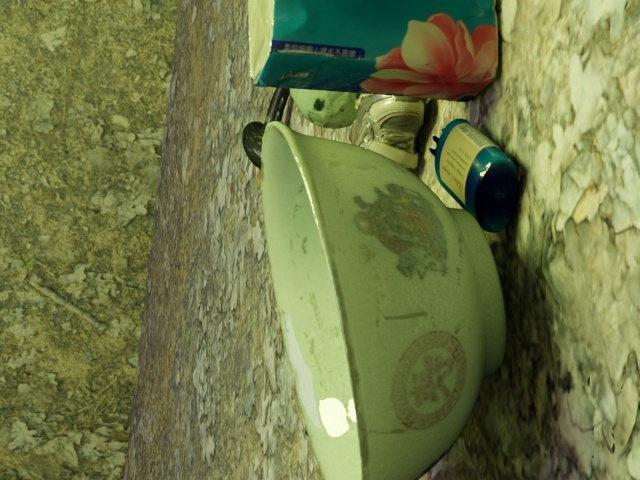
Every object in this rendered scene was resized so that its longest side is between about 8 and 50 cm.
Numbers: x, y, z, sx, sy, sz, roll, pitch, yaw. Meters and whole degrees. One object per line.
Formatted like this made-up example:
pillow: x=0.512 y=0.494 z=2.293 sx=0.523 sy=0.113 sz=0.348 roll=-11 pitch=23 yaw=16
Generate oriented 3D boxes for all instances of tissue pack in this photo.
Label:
tissue pack: x=0.056 y=-0.272 z=1.580 sx=0.137 sy=0.269 sz=0.209 roll=125 pitch=146 yaw=-64

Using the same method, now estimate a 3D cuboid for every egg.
egg: x=0.027 y=-0.230 z=1.954 sx=0.164 sy=0.131 sz=0.131 roll=123 pitch=148 yaw=-50

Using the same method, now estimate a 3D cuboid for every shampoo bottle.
shampoo bottle: x=0.166 y=-0.079 z=1.547 sx=0.183 sy=0.050 sz=0.087 roll=-122 pitch=33 yaw=-65

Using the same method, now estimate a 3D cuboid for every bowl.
bowl: x=0.078 y=0.072 z=1.491 sx=0.435 sy=0.196 sz=0.435 roll=170 pitch=90 yaw=-80

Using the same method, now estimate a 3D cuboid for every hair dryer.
hair dryer: x=-0.067 y=-0.216 z=2.455 sx=0.195 sy=0.075 sz=0.219 roll=54 pitch=131 yaw=53

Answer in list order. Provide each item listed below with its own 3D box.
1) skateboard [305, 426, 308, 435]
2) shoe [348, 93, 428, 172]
skateboard: x=0.033 y=0.225 z=1.965 sx=0.080 sy=0.067 sz=0.151 roll=-135 pitch=53 yaw=-58
shoe: x=0.083 y=-0.126 z=1.794 sx=0.180 sy=0.089 sz=0.092 roll=120 pitch=151 yaw=-64
